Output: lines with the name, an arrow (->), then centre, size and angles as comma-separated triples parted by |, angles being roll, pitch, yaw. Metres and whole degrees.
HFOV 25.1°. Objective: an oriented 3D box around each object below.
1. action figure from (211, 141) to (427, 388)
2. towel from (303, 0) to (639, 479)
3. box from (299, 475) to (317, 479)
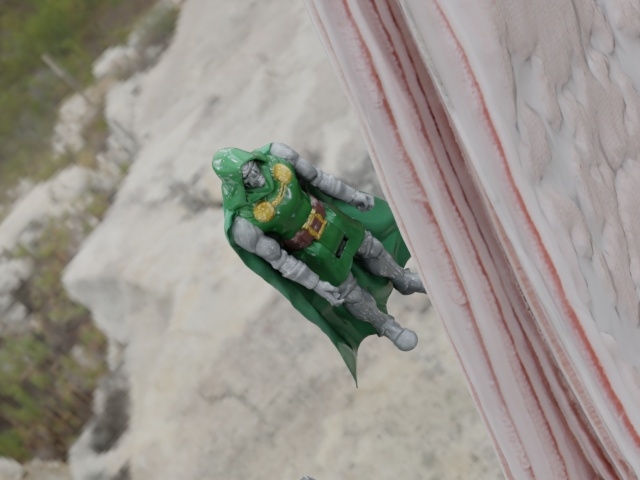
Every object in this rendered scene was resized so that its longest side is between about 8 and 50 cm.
action figure -> 0.000, 0.000, 0.988 | 0.063, 0.232, 0.137 | 7, 68, 41
towel -> 0.085, -0.079, 0.501 | 0.053, 0.317, 0.332 | -18, 15, 26
box -> 0.105, 0.346, 1.164 | 0.076, 0.242, 0.307 | -48, 46, 8
